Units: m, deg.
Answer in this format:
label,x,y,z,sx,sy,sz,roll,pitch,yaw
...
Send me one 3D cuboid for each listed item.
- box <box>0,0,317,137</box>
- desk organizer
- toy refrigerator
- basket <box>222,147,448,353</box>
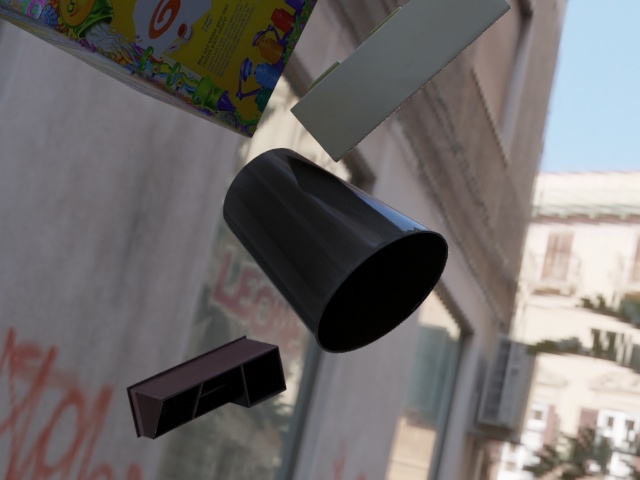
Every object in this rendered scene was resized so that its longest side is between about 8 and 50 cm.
label,x,y,z,sx,sy,sz,roll,pitch,yaw
box,-0.140,-0.290,1.139,0.177,0.290,0.279,25,-1,39
desk organizer,-0.095,0.127,1.076,0.130,0.047,0.050,-22,19,-38
toy refrigerator,0.091,-0.217,1.494,0.094,0.269,0.102,48,8,-3
basket,0.000,0.000,1.494,0.227,0.204,0.154,39,-38,33
